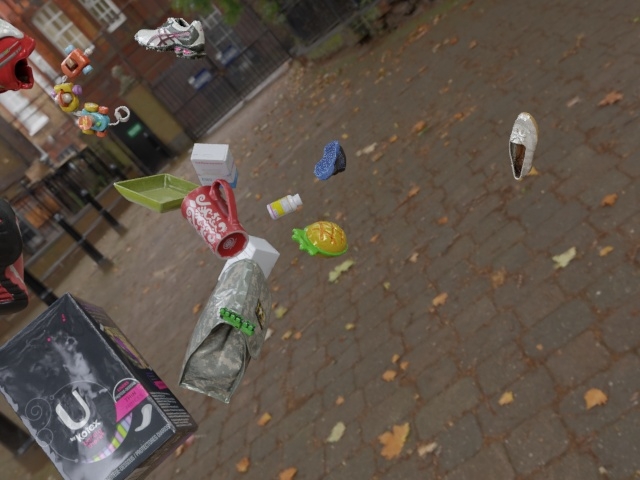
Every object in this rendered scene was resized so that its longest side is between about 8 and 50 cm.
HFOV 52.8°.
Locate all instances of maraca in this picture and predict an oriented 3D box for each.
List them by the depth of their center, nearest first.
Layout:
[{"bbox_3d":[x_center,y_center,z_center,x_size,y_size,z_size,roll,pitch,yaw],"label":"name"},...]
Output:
[{"bbox_3d":[0.000,0.000,1.832,0.186,0.127,0.099,-6,-45,-44],"label":"maraca"}]

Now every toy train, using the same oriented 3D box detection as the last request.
[{"bbox_3d":[-0.156,0.151,1.205,0.017,0.083,0.023,-22,-45,-60],"label":"toy train"},{"bbox_3d":[-0.445,-0.273,1.213,0.125,0.166,0.046,-32,12,23],"label":"toy train"}]

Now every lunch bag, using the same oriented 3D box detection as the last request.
[{"bbox_3d":[-0.220,0.214,1.597,0.235,0.169,0.287,-79,12,-52],"label":"lunch bag"}]

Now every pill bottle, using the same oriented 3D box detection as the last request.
[{"bbox_3d":[-0.087,-0.085,1.602,0.083,0.043,0.043,-24,18,2],"label":"pill bottle"}]

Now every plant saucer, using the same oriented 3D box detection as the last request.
[{"bbox_3d":[-0.422,-0.123,1.733,0.188,0.045,0.188,21,24,30],"label":"plant saucer"}]

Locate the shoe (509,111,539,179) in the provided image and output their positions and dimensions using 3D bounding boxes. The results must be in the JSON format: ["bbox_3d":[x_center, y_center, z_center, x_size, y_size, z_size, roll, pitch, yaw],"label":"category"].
[{"bbox_3d":[0.619,-0.285,1.973,0.077,0.219,0.058,25,50,39],"label":"shoe"}]

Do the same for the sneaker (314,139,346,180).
[{"bbox_3d":[0.045,-0.257,2.217,0.081,0.090,0.232,-20,28,28],"label":"sneaker"}]

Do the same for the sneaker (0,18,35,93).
[{"bbox_3d":[-0.678,-0.343,1.376,0.279,0.118,0.107,-39,36,46],"label":"sneaker"}]

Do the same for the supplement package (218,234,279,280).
[{"bbox_3d":[-0.232,0.086,2.085,0.105,0.105,0.179,41,108,44],"label":"supplement package"}]

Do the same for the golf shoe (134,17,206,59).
[{"bbox_3d":[-0.479,-0.662,2.079,0.273,0.120,0.105,18,27,23],"label":"golf shoe"}]

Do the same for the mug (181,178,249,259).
[{"bbox_3d":[-0.253,-0.052,1.557,0.113,0.150,0.169,-23,52,-22],"label":"mug"}]

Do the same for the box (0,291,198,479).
[{"bbox_3d":[-0.341,0.237,0.975,0.165,0.270,0.143,-42,-14,-8],"label":"box"}]

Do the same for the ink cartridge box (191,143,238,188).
[{"bbox_3d":[-0.262,-0.185,1.605,0.089,0.122,0.052,3,62,7],"label":"ink cartridge box"}]

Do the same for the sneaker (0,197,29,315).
[{"bbox_3d":[-0.618,0.009,1.199,0.116,0.136,0.313,-7,-37,-25],"label":"sneaker"}]
